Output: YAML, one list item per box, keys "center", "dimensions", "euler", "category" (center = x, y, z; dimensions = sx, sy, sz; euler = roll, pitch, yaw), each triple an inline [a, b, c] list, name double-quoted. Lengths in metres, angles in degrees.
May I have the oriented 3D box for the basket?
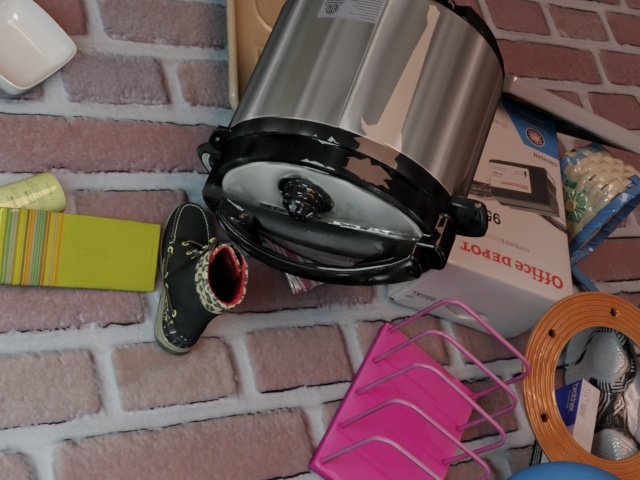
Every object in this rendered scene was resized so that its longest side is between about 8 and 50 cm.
- center: [0.535, -0.019, 1.822]
  dimensions: [0.289, 0.254, 0.201]
  euler: [43, 41, 16]
  category: "basket"

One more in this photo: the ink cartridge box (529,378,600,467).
- center: [0.406, 0.339, 1.631]
  dimensions: [0.046, 0.097, 0.207]
  euler: [35, 50, -15]
  category: "ink cartridge box"

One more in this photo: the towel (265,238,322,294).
- center: [0.000, 0.000, 1.589]
  dimensions: [0.197, 0.029, 0.144]
  euler: [-19, 74, -40]
  category: "towel"

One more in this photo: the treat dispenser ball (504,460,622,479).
- center: [0.356, 0.465, 1.401]
  dimensions: [0.288, 0.288, 0.288]
  euler: [16, 57, -27]
  category: "treat dispenser ball"

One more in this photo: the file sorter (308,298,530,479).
- center: [0.162, 0.261, 1.452]
  dimensions: [0.202, 0.182, 0.290]
  euler: [40, 50, -10]
  category: "file sorter"

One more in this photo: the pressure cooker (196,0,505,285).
- center: [0.043, -0.135, 1.417]
  dimensions: [0.376, 0.370, 0.420]
  euler: [31, 66, -25]
  category: "pressure cooker"

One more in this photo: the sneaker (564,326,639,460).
- center: [0.559, 0.302, 1.736]
  dimensions: [0.210, 0.137, 0.365]
  euler: [17, 62, -27]
  category: "sneaker"

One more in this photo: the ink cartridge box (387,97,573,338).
- center: [0.276, -0.061, 1.714]
  dimensions: [0.286, 0.166, 0.394]
  euler: [18, 57, -26]
  category: "ink cartridge box"

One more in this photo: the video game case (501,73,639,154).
- center: [0.414, -0.258, 1.867]
  dimensions: [0.329, 0.300, 0.036]
  euler: [20, 97, -25]
  category: "video game case"

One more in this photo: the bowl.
- center: [-0.449, -0.282, 1.418]
  dimensions: [0.142, 0.053, 0.142]
  euler: [45, 49, -6]
  category: "bowl"

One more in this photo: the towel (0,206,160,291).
- center: [-0.330, 0.015, 1.326]
  dimensions: [0.237, 0.021, 0.102]
  euler: [6, 92, -38]
  category: "towel"

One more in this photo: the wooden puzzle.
- center: [-0.029, -0.313, 1.711]
  dimensions: [0.348, 0.080, 0.322]
  euler: [14, 59, -33]
  category: "wooden puzzle"

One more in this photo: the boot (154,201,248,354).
- center: [-0.160, 0.026, 1.361]
  dimensions: [0.085, 0.179, 0.236]
  euler: [17, 58, -26]
  category: "boot"

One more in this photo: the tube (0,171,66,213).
- center: [-0.452, -0.024, 1.274]
  dimensions: [0.240, 0.062, 0.070]
  euler: [-25, 47, -36]
  category: "tube"

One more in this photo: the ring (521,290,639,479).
- center: [0.464, 0.250, 1.596]
  dimensions: [0.337, 0.032, 0.336]
  euler: [7, 73, -23]
  category: "ring"
